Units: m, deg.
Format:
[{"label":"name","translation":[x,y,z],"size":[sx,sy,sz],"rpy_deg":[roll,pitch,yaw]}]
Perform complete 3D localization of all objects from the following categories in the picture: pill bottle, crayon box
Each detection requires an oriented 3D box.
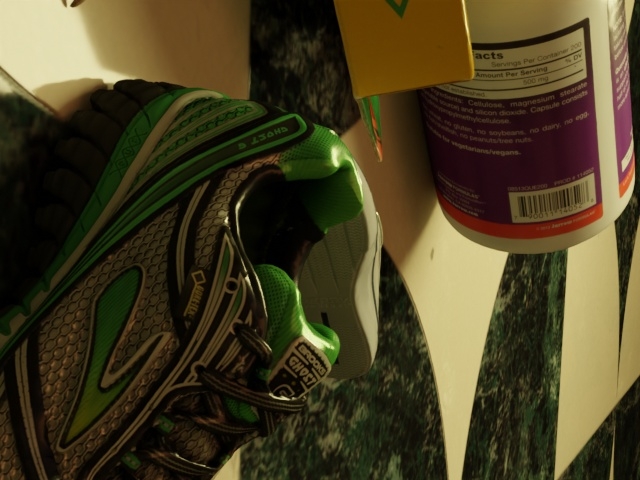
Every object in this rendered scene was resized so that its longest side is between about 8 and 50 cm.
[{"label":"pill bottle","translation":[0.167,-0.157,1.020],"size":[0.181,0.181,0.323],"rpy_deg":[-62,148,-42]},{"label":"crayon box","translation":[0.037,-0.236,0.755],"size":[0.202,0.081,0.318],"rpy_deg":[-91,169,-48]}]

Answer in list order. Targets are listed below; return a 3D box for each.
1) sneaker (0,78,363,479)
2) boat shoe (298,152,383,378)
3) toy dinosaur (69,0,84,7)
[{"label":"sneaker","translation":[-0.080,0.067,0.540],"size":[0.134,0.146,0.344],"rpy_deg":[60,42,-53]},{"label":"boat shoe","translation":[0.000,0.000,0.816],"size":[0.226,0.083,0.076],"rpy_deg":[86,10,-48]},{"label":"toy dinosaur","translation":[-0.058,-0.205,0.638],"size":[0.211,0.064,0.112],"rpy_deg":[-46,137,-55]}]
